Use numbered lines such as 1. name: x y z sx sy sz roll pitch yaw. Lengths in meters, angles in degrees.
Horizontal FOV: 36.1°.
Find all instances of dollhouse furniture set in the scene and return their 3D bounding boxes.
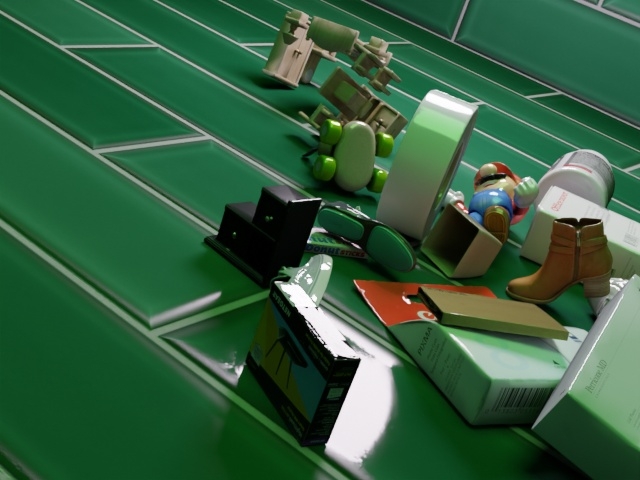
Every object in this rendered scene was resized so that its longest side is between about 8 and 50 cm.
1. dollhouse furniture set: 0.072 -0.333 2.322 0.161 0.212 0.242 43 7 40
2. dollhouse furniture set: 0.051 -0.436 2.499 0.355 0.173 0.303 27 7 30

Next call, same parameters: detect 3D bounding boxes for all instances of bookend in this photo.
1. bookend: -0.095 -0.032 1.588 0.156 0.157 0.072 37 28 33

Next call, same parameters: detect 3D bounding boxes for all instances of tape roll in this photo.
1. tape roll: 0.208 -0.146 1.911 0.100 0.286 0.286 23 24 10

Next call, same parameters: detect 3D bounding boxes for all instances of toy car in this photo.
1. toy car: 0.039 -0.175 2.096 0.155 0.149 0.188 12 -4 -26

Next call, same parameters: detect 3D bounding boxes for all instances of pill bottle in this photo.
1. pill bottle: 0.607 -0.122 2.320 0.161 0.161 0.283 26 24 15

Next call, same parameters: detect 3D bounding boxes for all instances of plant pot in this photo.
1. plant pot: 0.276 0.009 1.862 0.096 0.109 0.109 17 20 -38

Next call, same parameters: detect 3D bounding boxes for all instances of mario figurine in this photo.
1. mario figurine: 0.345 -0.093 2.052 0.198 0.170 0.320 22 25 11

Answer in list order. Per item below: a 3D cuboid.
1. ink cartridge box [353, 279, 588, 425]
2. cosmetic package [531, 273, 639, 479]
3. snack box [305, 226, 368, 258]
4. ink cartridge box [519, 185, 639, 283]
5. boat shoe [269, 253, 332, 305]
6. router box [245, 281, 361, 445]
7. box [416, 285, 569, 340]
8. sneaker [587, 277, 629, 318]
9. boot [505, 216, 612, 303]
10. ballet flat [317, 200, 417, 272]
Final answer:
1. ink cartridge box: 0.272 0.143 1.576 0.308 0.091 0.385 4 29 -31
2. cosmetic package: 0.491 0.236 1.389 0.284 0.097 0.377 41 37 9
3. snack box: 0.000 0.000 1.760 0.178 0.022 0.064 7 29 -27
4. ink cartridge box: 0.582 0.011 2.065 0.283 0.117 0.207 26 24 13
5. boat shoe: -0.037 0.073 1.501 0.081 0.079 0.227 24 27 -1
6. router box: -0.026 0.155 1.263 0.046 0.133 0.179 4 27 -33
7. box: 0.265 0.114 1.535 0.201 0.021 0.164 10 10 -9
8. sneaker: 0.540 0.146 1.773 0.121 0.099 0.262 4 26 -21
9. boot: 0.433 0.032 1.803 0.197 0.152 0.073 -7 26 12
10. ballet flat: 0.091 -0.013 1.752 0.203 0.074 0.074 29 25 15
